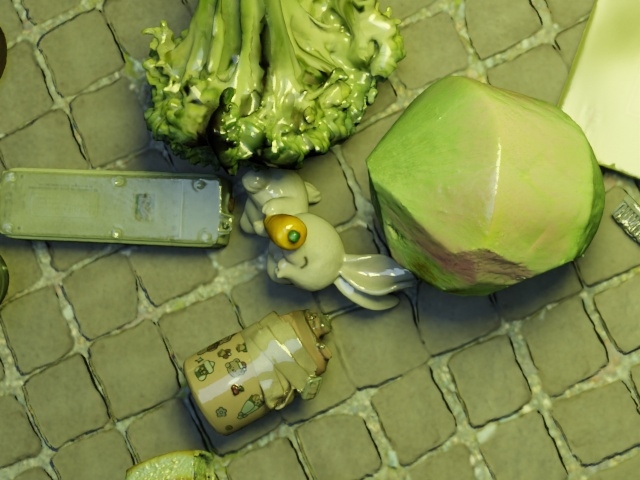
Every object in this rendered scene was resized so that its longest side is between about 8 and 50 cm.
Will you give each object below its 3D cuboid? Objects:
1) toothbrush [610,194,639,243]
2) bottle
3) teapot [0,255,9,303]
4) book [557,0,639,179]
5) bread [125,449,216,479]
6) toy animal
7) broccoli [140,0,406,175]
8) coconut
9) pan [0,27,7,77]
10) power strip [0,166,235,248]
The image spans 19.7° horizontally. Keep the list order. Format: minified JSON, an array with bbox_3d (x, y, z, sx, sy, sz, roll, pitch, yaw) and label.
[{"bbox_3d":[0.401,0.077,1.788,0.031,0.023,0.321,-46,77,13],"label":"toothbrush"},{"bbox_3d":[-0.053,0.126,1.853,0.152,0.099,0.099,-27,81,6],"label":"bottle"},{"bbox_3d":[-0.375,0.027,1.934,0.092,0.091,0.124,-31,86,8],"label":"teapot"},{"bbox_3d":[0.422,-0.144,1.794,0.352,0.035,0.239,20,89,14],"label":"book"},{"bbox_3d":[-0.164,0.290,1.860,0.110,0.103,0.156,-1,79,8],"label":"bread"},{"bbox_3d":[0.000,0.000,1.833,0.127,0.131,0.181,-25,62,-25],"label":"toy animal"},{"bbox_3d":[-0.053,-0.188,1.786,0.263,0.247,0.243,0,122,9],"label":"broccoli"},{"bbox_3d":[0.146,-0.048,1.739,0.236,0.236,0.204,27,114,13],"label":"coconut"},{"bbox_3d":[-0.388,-0.149,1.976,0.115,0.040,0.212,-8,84,17],"label":"pan"},{"bbox_3d":[-0.215,-0.034,1.922,0.272,0.052,0.078,2,87,14],"label":"power strip"}]
